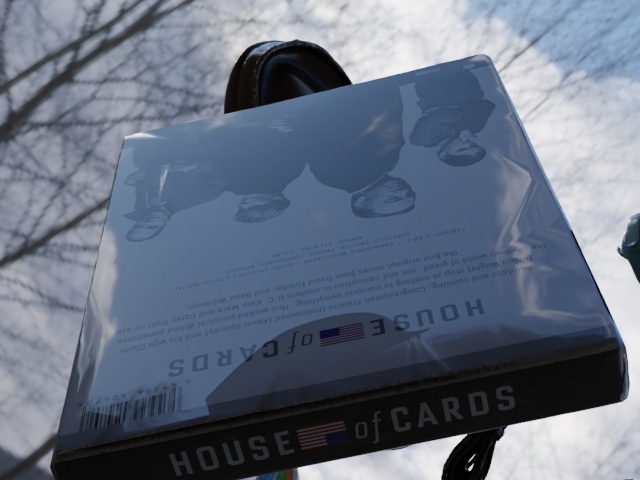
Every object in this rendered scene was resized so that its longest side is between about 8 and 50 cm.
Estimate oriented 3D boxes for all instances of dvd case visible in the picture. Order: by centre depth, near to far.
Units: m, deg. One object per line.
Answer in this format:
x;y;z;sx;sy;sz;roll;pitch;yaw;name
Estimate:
0.000;0.000;0.476;0.238;0.179;0.029;-95;172;-60;dvd case

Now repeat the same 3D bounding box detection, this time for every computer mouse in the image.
0.090;0.110;1.220;0.262;0.060;0.184;45;-60;26;computer mouse

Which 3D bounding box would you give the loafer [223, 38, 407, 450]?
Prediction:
0.036;-0.018;1.012;0.130;0.134;0.366;-42;-113;54;loafer

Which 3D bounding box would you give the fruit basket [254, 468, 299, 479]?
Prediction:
-0.091;0.357;1.028;0.165;0.327;0.353;21;15;-18;fruit basket

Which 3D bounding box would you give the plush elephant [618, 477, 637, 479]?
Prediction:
0.426;0.247;1.004;0.330;0.272;0.255;45;-10;-13;plush elephant

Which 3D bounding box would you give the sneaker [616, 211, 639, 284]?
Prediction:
0.451;-0.057;1.461;0.127;0.319;0.208;20;-16;-40;sneaker
